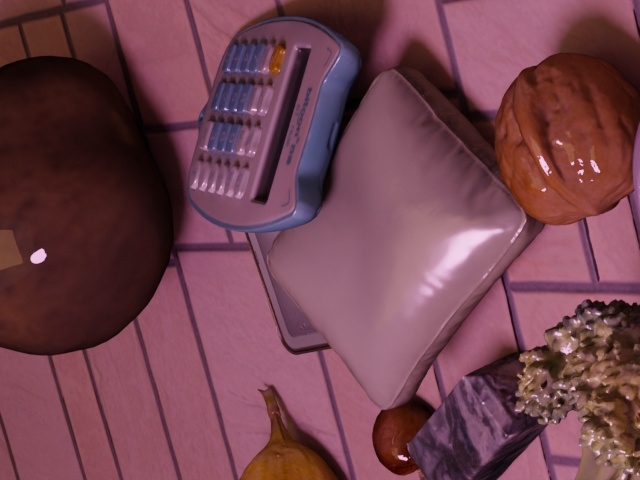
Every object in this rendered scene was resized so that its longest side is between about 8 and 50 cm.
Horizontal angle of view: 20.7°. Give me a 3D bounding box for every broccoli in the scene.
[{"bbox_3d":[0.311,0.163,1.562,0.288,0.260,0.235,24,136,66],"label":"broccoli"}]

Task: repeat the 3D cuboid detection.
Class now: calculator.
[{"bbox_3d":[-0.065,-0.134,2.032,0.386,0.054,0.256,15,89,62],"label":"calculator"}]

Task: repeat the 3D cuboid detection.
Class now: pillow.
[{"bbox_3d":[0.083,-0.001,1.924,0.255,0.120,0.322,50,126,25],"label":"pillow"}]

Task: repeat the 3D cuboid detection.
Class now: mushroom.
[{"bbox_3d":[0.109,0.254,2.100,0.088,0.073,0.129,-18,97,22],"label":"mushroom"}]

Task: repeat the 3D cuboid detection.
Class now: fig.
[{"bbox_3d":[-0.049,0.311,2.309,0.159,0.159,0.257,-49,48,52],"label":"fig"}]

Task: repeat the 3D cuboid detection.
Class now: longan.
[{"bbox_3d":[-0.372,-0.041,2.365,0.405,0.336,0.404,-7,79,39],"label":"longan"}]

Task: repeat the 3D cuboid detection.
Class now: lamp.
[{"bbox_3d":[0.000,0.000,2.134,0.266,0.047,0.269,-14,96,56],"label":"lamp"}]

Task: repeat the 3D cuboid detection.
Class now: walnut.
[{"bbox_3d":[0.238,-0.099,1.671,0.167,0.149,0.166,-12,73,41],"label":"walnut"}]

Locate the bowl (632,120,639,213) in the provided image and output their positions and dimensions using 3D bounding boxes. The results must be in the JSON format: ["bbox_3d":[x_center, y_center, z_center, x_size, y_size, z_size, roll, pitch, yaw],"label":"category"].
[{"bbox_3d":[0.379,-0.046,1.510,0.287,0.144,0.287,29,129,42],"label":"bowl"}]

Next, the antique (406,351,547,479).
[{"bbox_3d":[0.183,0.207,1.959,0.088,0.086,0.183,55,143,18],"label":"antique"}]
